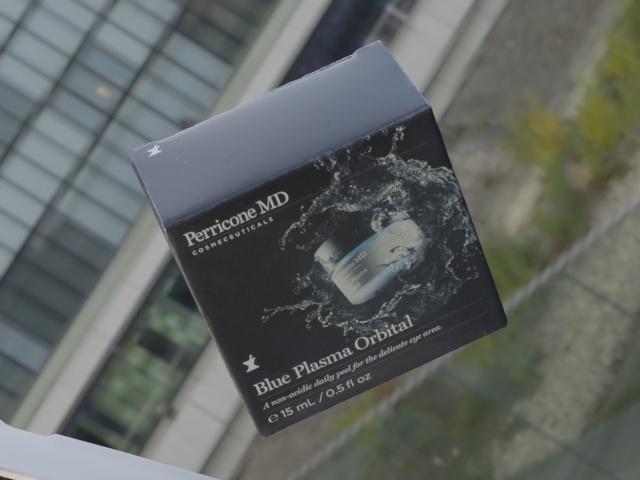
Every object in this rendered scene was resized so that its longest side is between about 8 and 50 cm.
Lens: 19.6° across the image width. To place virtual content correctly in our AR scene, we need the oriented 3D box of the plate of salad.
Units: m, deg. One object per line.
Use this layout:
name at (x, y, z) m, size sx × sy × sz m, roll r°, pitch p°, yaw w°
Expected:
plate of salad at (-0.075, 0.090, 0.589) m, size 0.200 × 0.200 × 0.048 m, roll 140°, pitch 146°, yaw -78°

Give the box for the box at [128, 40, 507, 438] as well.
box at (0.000, 0.000, 1.024) m, size 0.156 × 0.158 × 0.093 m, roll -25°, pitch 33°, yaw -3°
